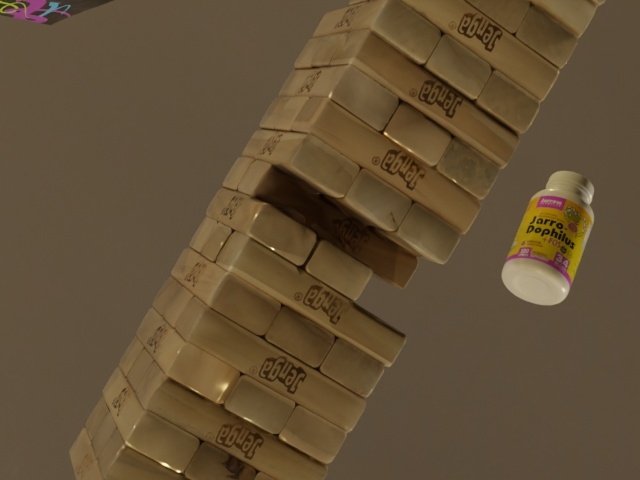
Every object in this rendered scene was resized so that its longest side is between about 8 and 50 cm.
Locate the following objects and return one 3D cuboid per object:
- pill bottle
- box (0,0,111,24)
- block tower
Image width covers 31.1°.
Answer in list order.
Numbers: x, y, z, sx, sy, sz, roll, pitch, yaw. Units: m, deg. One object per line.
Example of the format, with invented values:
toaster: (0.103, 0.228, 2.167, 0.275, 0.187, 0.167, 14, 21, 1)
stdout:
pill bottle: (0.148, -0.003, 0.733, 0.043, 0.043, 0.083, 34, -119, -14)
box: (-0.158, -0.154, 0.615, 0.162, 0.116, 0.029, 0, -101, -62)
block tower: (0.000, 0.000, 0.533, 0.091, 0.097, 0.336, 31, -93, -18)
